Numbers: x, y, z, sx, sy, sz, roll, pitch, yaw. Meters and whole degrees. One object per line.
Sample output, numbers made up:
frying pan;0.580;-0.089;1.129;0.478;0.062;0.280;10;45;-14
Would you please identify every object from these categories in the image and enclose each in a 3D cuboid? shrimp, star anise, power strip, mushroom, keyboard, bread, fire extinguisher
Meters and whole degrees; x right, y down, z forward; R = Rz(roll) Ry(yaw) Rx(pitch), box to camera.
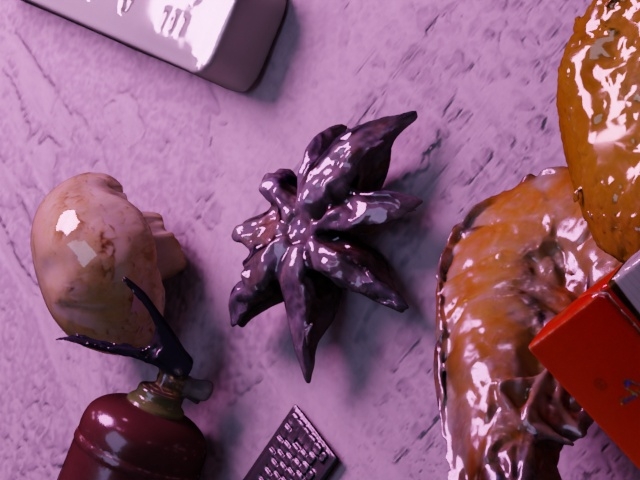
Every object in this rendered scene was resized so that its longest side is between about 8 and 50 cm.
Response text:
shrimp;0.142;0.070;1.048;0.164;0.062;0.317;-20;40;27
star anise;0.000;0.000;1.262;0.204;0.061;0.181;-34;58;32
power strip;-0.179;-0.220;1.487;0.385;0.062;0.091;26;95;43
mushroom;-0.168;0.018;1.379;0.148;0.112;0.148;55;161;30
keyboard;-0.056;0.218;1.293;0.202;0.011;0.067;-56;47;17
bread;0.246;-0.077;0.993;0.240;0.139;0.240;-15;66;36
fire extinguisher;-0.172;0.199;1.325;0.102;0.138;0.344;-103;34;-82

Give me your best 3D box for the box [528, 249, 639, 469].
box;0.231;0.037;0.893;0.139;0.035;0.245;48;129;0
